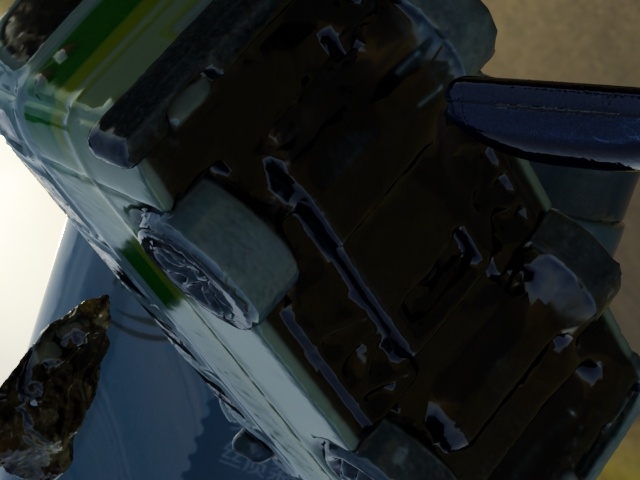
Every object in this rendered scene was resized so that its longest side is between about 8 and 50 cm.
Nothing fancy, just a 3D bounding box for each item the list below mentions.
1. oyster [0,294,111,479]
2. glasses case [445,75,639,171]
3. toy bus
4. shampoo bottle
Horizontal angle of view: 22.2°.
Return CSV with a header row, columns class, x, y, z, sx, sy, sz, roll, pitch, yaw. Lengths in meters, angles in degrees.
class,x,y,z,sx,sy,sz,roll,pitch,yaw
oyster,-0.105,0.060,0.671,0.019,0.083,0.054,17,169,32
glasses case,0.073,-0.031,0.450,0.083,0.023,0.033,12,180,44
toy bus,0.000,0.000,0.611,0.165,0.133,0.276,23,155,45
shampoo bottle,-0.005,0.038,1.035,0.331,0.342,0.331,19,-171,-3
